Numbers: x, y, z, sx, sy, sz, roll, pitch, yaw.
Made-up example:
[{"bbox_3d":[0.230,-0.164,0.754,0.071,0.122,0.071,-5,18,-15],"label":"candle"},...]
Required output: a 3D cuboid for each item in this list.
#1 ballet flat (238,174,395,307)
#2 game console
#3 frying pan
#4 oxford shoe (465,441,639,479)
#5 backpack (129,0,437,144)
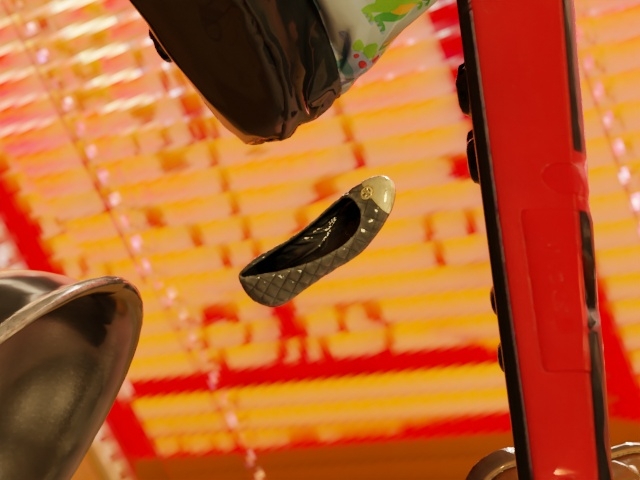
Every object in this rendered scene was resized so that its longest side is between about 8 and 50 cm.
[{"bbox_3d":[0.000,0.000,1.429,0.173,0.049,0.057,-41,-132,6],"label":"ballet flat"},{"bbox_3d":[0.109,0.070,0.746,0.060,0.386,0.342,-4,-124,10],"label":"game console"},{"bbox_3d":[-0.143,0.131,0.385,0.326,0.053,0.197,-57,171,26],"label":"frying pan"},{"bbox_3d":[0.205,0.195,1.107,0.212,0.076,0.076,1,-150,-31],"label":"oxford shoe"},{"bbox_3d":[0.033,-0.276,0.981,0.355,0.290,0.273,-42,-160,-24],"label":"backpack"}]
